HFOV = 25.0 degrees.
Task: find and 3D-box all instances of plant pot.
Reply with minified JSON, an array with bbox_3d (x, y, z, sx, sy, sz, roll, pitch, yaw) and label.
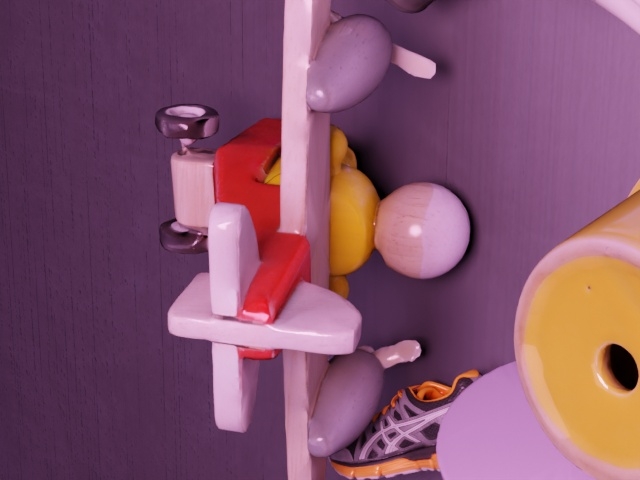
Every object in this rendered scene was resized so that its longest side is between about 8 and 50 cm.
[{"bbox_3d":[0.266,0.055,0.962,0.254,0.239,0.254,20,117,46],"label":"plant pot"}]

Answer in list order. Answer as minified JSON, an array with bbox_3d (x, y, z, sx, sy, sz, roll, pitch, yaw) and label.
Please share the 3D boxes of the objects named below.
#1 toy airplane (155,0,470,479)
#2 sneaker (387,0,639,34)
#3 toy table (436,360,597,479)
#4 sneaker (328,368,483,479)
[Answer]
[{"bbox_3d":[0.000,0.000,1.237,0.386,0.273,0.384,105,162,-67],"label":"toy airplane"},{"bbox_3d":[0.159,-0.238,1.092,0.447,0.169,0.257,59,148,31],"label":"sneaker"},{"bbox_3d":[0.194,0.215,1.121,0.252,0.274,0.160,-9,108,18],"label":"toy table"},{"bbox_3d":[0.089,0.174,1.342,0.215,0.084,0.083,-17,85,42],"label":"sneaker"}]
